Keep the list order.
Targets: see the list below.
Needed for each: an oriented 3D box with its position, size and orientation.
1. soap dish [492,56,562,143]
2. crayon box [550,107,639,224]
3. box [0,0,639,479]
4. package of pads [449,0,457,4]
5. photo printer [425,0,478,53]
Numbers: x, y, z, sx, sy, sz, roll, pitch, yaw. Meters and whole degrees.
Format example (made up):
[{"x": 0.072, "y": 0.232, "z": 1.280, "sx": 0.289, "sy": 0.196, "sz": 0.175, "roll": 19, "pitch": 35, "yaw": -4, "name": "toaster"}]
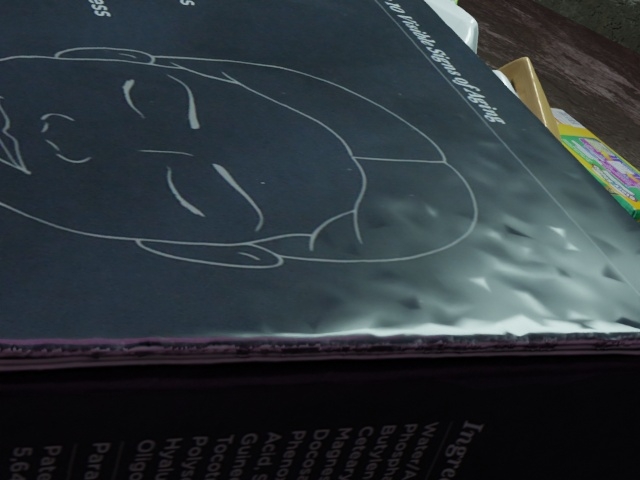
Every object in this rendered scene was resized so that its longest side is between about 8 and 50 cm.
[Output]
[{"x": 0.119, "y": 0.028, "z": 0.952, "sx": 0.118, "sy": 0.229, "sz": 0.290, "roll": 19, "pitch": 53, "yaw": -48, "name": "soap dish"}, {"x": 0.399, "y": -0.098, "z": 1.764, "sx": 0.165, "sy": 0.081, "sz": 0.278, "roll": -1, "pitch": 39, "yaw": -48, "name": "crayon box"}, {"x": -0.121, "y": 0.014, "z": 0.675, "sx": 0.472, "sy": 0.297, "sz": 0.480, "roll": 1, "pitch": 36, "yaw": -27, "name": "box"}, {"x": 0.002, "y": -0.298, "z": 1.544, "sx": 0.297, "sy": 0.229, "sz": 0.101, "roll": 24, "pitch": 50, "yaw": -9, "name": "package of pads"}, {"x": 0.063, "y": -0.198, "z": 1.390, "sx": 0.256, "sy": 0.307, "sz": 0.107, "roll": 34, "pitch": 70, "yaw": 20, "name": "photo printer"}]
